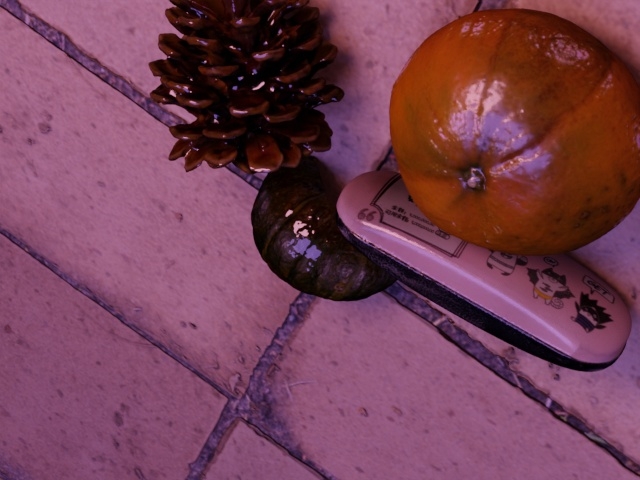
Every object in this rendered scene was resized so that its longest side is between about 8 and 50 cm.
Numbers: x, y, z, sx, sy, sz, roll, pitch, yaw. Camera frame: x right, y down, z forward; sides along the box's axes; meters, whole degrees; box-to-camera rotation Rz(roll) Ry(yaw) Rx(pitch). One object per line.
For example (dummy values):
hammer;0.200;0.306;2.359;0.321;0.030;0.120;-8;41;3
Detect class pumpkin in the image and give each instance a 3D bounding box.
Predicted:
pumpkin;0.000;0.000;1.351;0.183;0.107;0.119;31;126;8

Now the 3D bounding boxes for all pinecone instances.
pinecone;-0.077;-0.172;1.232;0.186;0.168;0.212;-14;102;-8

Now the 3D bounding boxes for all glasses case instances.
glasses case;0.159;0.026;1.255;0.314;0.122;0.075;30;125;11

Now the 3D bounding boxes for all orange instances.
orange;0.173;-0.090;1.133;0.240;0.171;0.240;15;127;21
